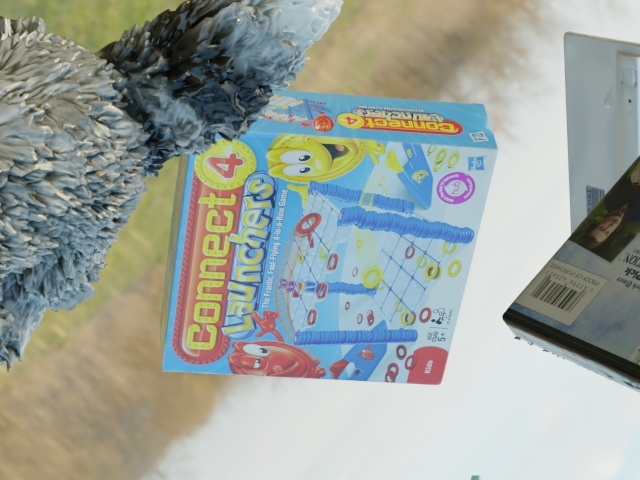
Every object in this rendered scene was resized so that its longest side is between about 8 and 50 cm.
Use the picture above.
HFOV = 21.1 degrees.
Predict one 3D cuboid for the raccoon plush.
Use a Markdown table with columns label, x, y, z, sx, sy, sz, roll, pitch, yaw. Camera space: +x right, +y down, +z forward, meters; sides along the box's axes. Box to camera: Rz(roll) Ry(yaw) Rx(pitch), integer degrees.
| label | x | y | z | sx | sy | sz | roll | pitch | yaw |
| --- | --- | --- | --- | --- | --- | --- | --- | --- | --- |
| raccoon plush | -0.220 | -0.079 | 1.066 | 0.446 | 0.216 | 0.299 | -46 | 172 | 9 |

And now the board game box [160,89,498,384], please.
| label | x | y | z | sx | sy | sz | roll | pitch | yaw |
| --- | --- | --- | --- | --- | --- | --- | --- | --- | --- |
| board game box | 0.000 | 0.000 | 1.755 | 0.086 | 0.301 | 0.308 | -100 | -164 | -54 |

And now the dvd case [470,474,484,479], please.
| label | x | y | z | sx | sy | sz | roll | pitch | yaw |
| --- | --- | --- | --- | --- | --- | --- | --- | --- | --- |
| dvd case | 0.190 | 0.322 | 1.882 | 0.013 | 0.119 | 0.087 | -11 | -130 | 24 |

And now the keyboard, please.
| label | x | y | z | sx | sy | sz | roll | pitch | yaw |
| --- | --- | --- | --- | --- | --- | --- | --- | --- | --- |
| keyboard | 0.209 | -0.024 | 1.250 | 0.014 | 0.256 | 0.072 | -22 | -152 | -34 |

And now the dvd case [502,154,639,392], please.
| label | x | y | z | sx | sy | sz | roll | pitch | yaw |
| --- | --- | --- | --- | --- | --- | --- | --- | --- | --- |
| dvd case | 0.230 | -0.022 | 0.898 | 0.253 | 0.022 | 0.180 | -48 | -148 | -12 |

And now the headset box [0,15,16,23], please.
| label | x | y | z | sx | sy | sz | roll | pitch | yaw |
| --- | --- | --- | --- | --- | --- | --- | --- | --- | --- |
| headset box | -0.362 | -0.040 | 1.585 | 0.218 | 0.110 | 0.293 | 93 | 17 | -52 |
